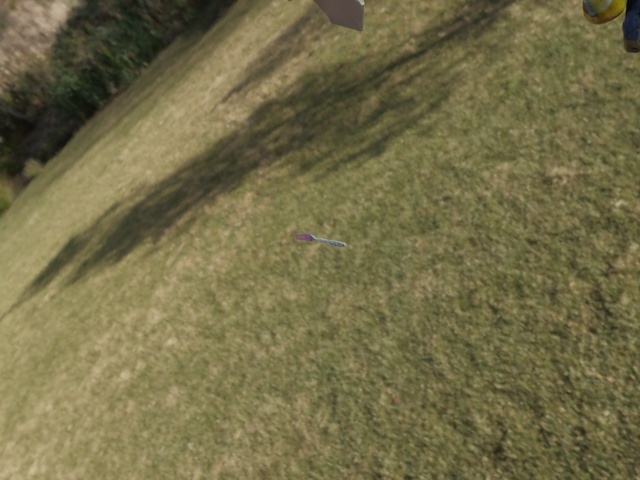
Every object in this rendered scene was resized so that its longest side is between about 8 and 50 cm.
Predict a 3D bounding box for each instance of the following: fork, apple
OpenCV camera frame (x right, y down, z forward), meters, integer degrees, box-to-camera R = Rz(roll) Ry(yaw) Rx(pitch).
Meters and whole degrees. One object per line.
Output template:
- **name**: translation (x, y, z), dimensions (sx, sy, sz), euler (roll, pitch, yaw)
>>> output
- **fork**: translation (0.001, 0.000, 1.322), dimensions (0.115, 0.016, 0.012), euler (9, 33, 37)
- **apple**: translation (0.612, -0.510, 1.635), dimensions (0.089, 0.074, 0.089), euler (-31, 34, 24)

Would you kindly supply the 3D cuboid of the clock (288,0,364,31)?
- **clock**: translation (-0.015, -0.486, 1.189), dimensions (0.166, 0.309, 0.235), euler (-23, 66, 19)

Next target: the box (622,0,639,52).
- **box**: translation (0.781, -0.621, 1.682), dimensions (0.091, 0.350, 0.359), euler (23, 40, 36)
